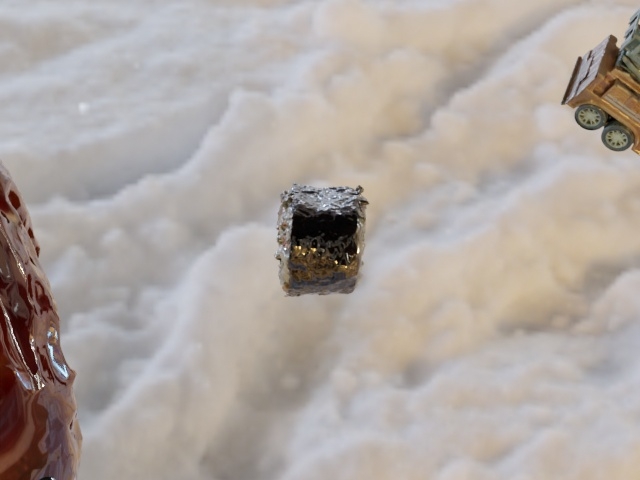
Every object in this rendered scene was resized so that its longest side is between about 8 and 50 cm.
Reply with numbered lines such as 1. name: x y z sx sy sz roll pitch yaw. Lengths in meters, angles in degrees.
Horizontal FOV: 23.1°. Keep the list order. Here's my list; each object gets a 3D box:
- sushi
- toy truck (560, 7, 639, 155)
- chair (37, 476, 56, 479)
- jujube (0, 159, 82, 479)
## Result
1. sushi: 0.000 0.000 1.333 0.078 0.090 0.150 4 14 -1
2. toy truck: 0.330 -0.127 1.473 0.178 0.115 0.080 34 48 -10
3. chair: -0.114 0.282 0.836 0.147 0.270 0.136 9 30 32
4. jujube: -0.301 0.038 0.994 0.276 0.377 0.276 -22 1 1
